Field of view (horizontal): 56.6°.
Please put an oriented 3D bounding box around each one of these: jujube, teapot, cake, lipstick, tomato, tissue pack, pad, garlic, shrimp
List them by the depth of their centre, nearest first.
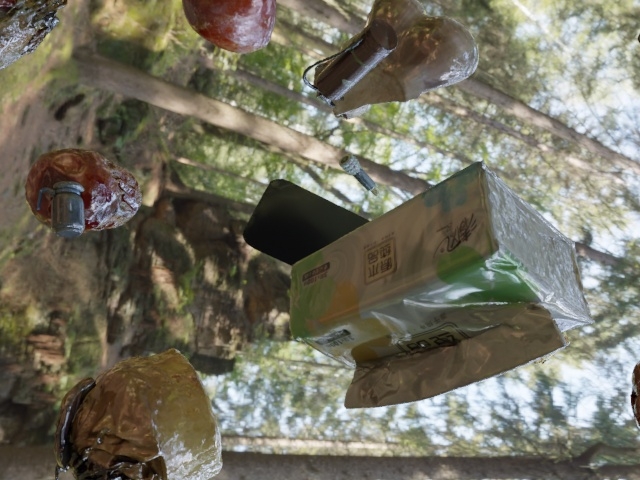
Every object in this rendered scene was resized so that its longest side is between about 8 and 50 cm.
[{"bbox_3d":[-0.310,-0.189,0.521,0.042,0.190,0.101,25,-44,42],"label":"shrimp"},{"bbox_3d":[0.099,0.065,0.539,0.229,0.159,0.145,-29,-138,37],"label":"tissue pack"},{"bbox_3d":[-0.129,-0.312,0.761,0.139,0.091,0.159,49,-35,19],"label":"tomato"},{"bbox_3d":[-0.405,-0.047,0.935,0.049,0.064,0.083,70,10,-72],"label":"teapot"},{"bbox_3d":[0.127,-0.284,0.991,0.292,0.210,0.237,-42,171,-50],"label":"garlic"},{"bbox_3d":[-0.417,-0.085,1.074,0.230,0.155,0.155,19,84,-79],"label":"jujube"},{"bbox_3d":[0.000,0.000,1.099,0.181,0.267,0.004,-56,-169,39],"label":"pad"},{"bbox_3d":[0.088,-0.136,1.264,0.037,0.116,0.037,-32,-146,26],"label":"lipstick"},{"bbox_3d":[-0.416,0.427,1.294,0.332,0.321,0.332,27,-56,50],"label":"cake"}]

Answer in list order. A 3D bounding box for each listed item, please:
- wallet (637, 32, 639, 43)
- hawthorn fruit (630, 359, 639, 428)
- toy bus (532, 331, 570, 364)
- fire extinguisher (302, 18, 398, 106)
[{"bbox_3d":[0.676,-0.385,1.109,0.082,0.018,0.156,-61,-140,17],"label":"wallet"},{"bbox_3d":[0.476,0.190,0.720,0.173,0.179,0.173,7,90,-78],"label":"hawthorn fruit"},{"bbox_3d":[0.478,0.210,1.565,0.152,0.144,0.330,-34,-163,-18],"label":"toy bus"},{"bbox_3d":[0.029,-0.225,0.771,0.157,0.078,0.045,-30,-128,53],"label":"fire extinguisher"}]
